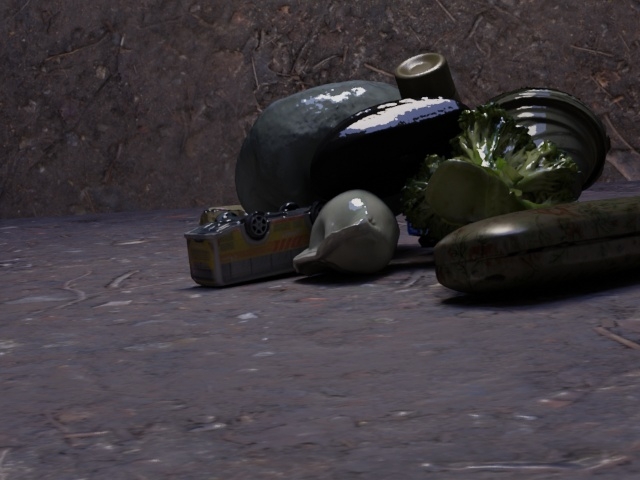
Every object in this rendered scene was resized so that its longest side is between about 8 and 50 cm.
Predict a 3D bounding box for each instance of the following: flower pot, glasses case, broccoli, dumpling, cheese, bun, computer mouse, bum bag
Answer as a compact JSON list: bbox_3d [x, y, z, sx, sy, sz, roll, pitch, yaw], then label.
[{"bbox_3d":[0.346,-0.120,2.045,0.235,0.235,0.141,-2,46,18],"label":"flower pot"},{"bbox_3d":[0.318,0.002,1.553,0.425,0.098,0.156,-8,0,-39],"label":"glasses case"},{"bbox_3d":[0.205,-0.071,1.725,0.252,0.221,0.361,43,14,31],"label":"broccoli"},{"bbox_3d":[0.038,0.002,1.814,0.151,0.124,0.229,-40,-13,17],"label":"dumpling"},{"bbox_3d":[-0.114,-0.041,2.592,0.248,0.071,0.163,-8,7,-35],"label":"cheese"},{"bbox_3d":[0.037,-0.116,2.076,0.354,0.194,0.354,-16,-24,-7],"label":"bun"},{"bbox_3d":[0.102,-0.138,1.876,0.269,0.138,0.086,-15,41,-14],"label":"computer mouse"},{"bbox_3d":[0.253,-0.029,2.172,0.159,0.026,0.109,-23,-4,24],"label":"bum bag"}]

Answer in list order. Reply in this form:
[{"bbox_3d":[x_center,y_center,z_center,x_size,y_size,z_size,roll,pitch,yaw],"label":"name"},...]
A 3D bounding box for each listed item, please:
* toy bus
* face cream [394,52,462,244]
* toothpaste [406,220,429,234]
[{"bbox_3d":[-0.068,0.001,1.852,0.268,0.106,0.092,-11,9,-41],"label":"toy bus"},{"bbox_3d":[0.202,-0.127,1.988,0.137,0.341,0.084,-2,34,30],"label":"face cream"},{"bbox_3d":[0.303,-0.048,2.440,0.272,0.053,0.066,-6,5,-18],"label":"toothpaste"}]
